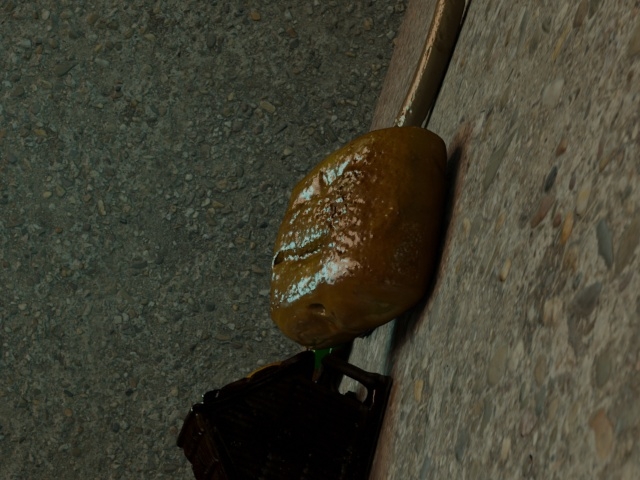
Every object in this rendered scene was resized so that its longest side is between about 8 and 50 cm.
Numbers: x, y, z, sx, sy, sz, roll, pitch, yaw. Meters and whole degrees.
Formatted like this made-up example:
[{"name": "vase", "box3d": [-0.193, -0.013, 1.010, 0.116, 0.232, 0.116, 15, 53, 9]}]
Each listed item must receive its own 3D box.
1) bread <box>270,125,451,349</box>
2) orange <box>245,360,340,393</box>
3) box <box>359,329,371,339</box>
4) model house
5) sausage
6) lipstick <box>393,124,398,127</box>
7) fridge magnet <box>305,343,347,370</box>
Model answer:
[{"name": "bread", "box3d": [0.048, -0.017, 1.295, 0.328, 0.147, 0.337, -32, 40, 55]}, {"name": "orange", "box3d": [-0.061, 0.337, 1.512, 0.240, 0.239, 0.240, -163, 90, -88]}, {"name": "box", "box3d": [0.095, 0.054, 1.559, 0.310, 0.084, 0.198, 115, 171, -71]}, {"name": "model house", "box3d": [-0.080, 0.326, 1.290, 0.317, 0.282, 0.297, 112, 174, -57]}, {"name": "sausage", "box3d": [0.226, -0.363, 1.694, 0.066, 0.065, 0.301, -79, 6, -68]}, {"name": "lipstick", "box3d": [0.154, -0.146, 1.906, 0.059, 0.059, 0.264, -76, 3, -49]}, {"name": "fridge magnet", "box3d": [0.015, 0.252, 1.946, 0.208, 0.088, 0.208, -163, 90, -88]}]
